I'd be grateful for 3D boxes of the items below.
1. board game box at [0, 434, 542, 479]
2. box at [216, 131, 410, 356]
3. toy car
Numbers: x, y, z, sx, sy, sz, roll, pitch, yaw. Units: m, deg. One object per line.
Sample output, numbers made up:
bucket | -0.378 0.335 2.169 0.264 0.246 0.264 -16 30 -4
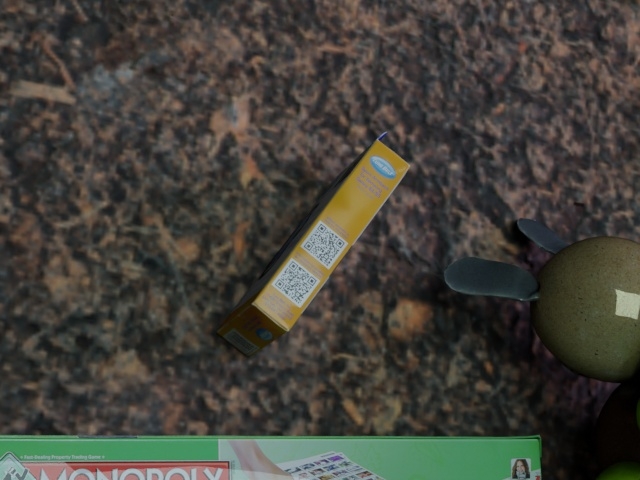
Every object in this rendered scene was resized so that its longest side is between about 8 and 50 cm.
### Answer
board game box | -0.028 0.209 0.729 0.317 0.046 0.213 3 74 -17
box | 0.000 0.000 0.775 0.028 0.081 0.136 41 68 -4
toy car | 0.164 0.058 0.797 0.188 0.149 0.155 37 38 22
